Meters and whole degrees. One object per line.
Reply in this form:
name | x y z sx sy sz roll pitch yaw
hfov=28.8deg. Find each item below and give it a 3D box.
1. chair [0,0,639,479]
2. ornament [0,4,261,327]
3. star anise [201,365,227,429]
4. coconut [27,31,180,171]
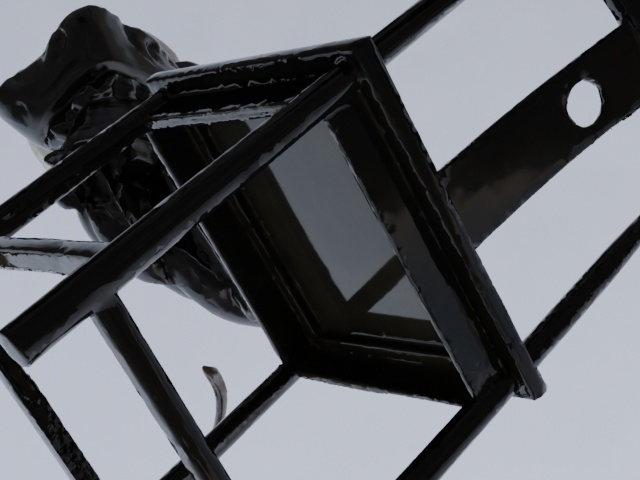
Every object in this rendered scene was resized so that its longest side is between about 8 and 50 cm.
chair | 0.000 0.000 0.447 0.260 0.154 0.141 -41 -155 -29
ornament | -0.061 -0.003 0.778 0.106 0.251 0.260 -46 -130 18
star anise | -0.163 0.225 1.234 0.148 0.218 0.227 37 -98 16
coconut | -0.259 -0.155 1.508 0.224 0.234 0.224 -10 -126 15
